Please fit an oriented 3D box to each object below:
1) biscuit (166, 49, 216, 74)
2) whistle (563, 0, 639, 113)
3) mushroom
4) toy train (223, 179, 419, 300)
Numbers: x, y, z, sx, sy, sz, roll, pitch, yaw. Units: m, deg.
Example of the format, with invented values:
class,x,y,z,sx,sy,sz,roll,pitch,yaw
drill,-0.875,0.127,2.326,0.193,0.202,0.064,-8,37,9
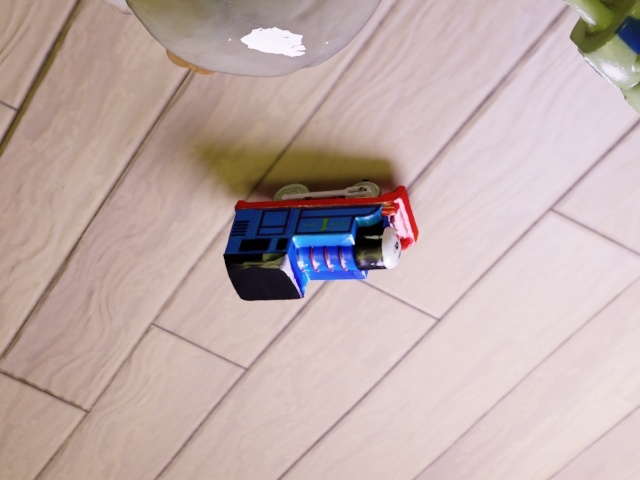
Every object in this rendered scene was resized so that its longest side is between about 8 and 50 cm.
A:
class,x,y,z,sx,sy,sz,roll,pitch,yaw
biscuit,-0.146,-0.271,1.758,0.144,0.040,0.236,-21,125,24
whistle,0.300,-0.197,1.672,0.227,0.105,0.085,41,102,-22
mushroom,-0.061,-0.277,1.523,0.315,0.315,0.356,17,141,-2
toy train,0.000,0.000,1.937,0.204,0.131,0.083,-3,135,18
